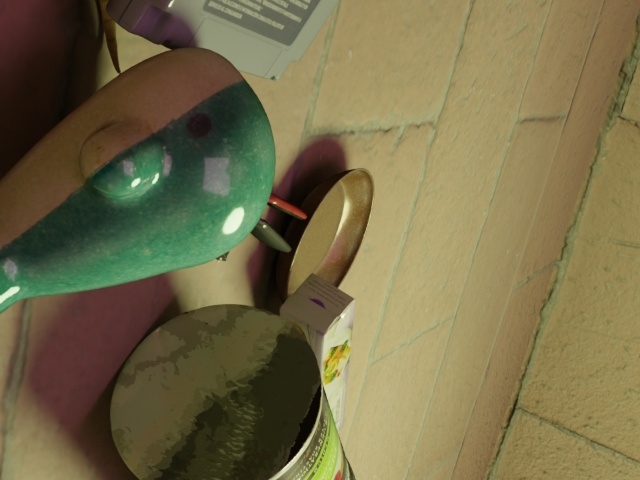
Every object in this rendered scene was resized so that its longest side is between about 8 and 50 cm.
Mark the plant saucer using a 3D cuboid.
[{"bbox_3d":[0.000,0.000,1.225,0.198,0.036,0.198,-51,156,-34],"label":"plant saucer"}]

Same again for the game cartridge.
[{"bbox_3d":[-0.041,-0.229,0.814,0.196,0.060,0.294,-51,169,12],"label":"game cartridge"}]

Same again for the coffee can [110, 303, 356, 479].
[{"bbox_3d":[-0.077,0.220,1.055,0.201,0.202,0.275,-56,154,-26],"label":"coffee can"}]

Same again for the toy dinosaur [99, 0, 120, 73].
[{"bbox_3d":[-0.160,-0.207,0.706,0.112,0.064,0.211,-54,168,-3],"label":"toy dinosaur"}]

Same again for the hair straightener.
[{"bbox_3d":[-0.078,-0.016,1.032,0.089,0.047,0.230,-66,162,-2],"label":"hair straightener"}]

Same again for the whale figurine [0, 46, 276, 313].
[{"bbox_3d":[-0.146,-0.016,0.728,0.272,0.141,0.216,-41,-175,-22],"label":"whale figurine"}]

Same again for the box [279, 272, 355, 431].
[{"bbox_3d":[-0.007,0.162,1.268,0.063,0.067,0.324,-47,158,-29],"label":"box"}]
